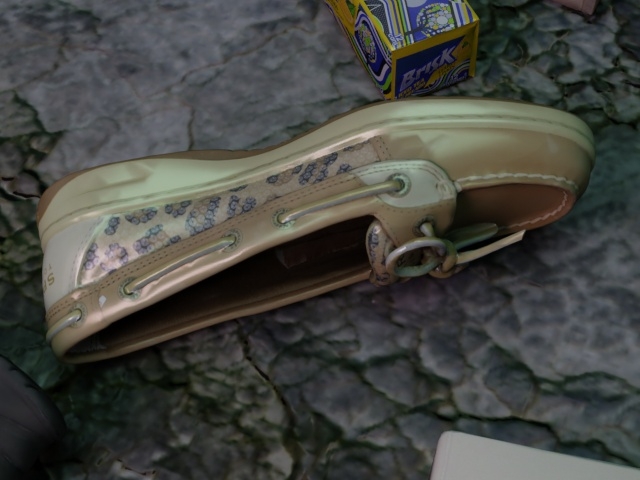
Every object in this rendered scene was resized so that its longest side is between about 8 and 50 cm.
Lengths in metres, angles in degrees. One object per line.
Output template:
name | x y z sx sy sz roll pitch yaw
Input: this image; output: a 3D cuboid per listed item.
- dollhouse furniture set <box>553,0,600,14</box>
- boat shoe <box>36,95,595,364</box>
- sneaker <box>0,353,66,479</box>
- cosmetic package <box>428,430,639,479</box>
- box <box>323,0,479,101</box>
dollhouse furniture set | 0.275 -0.260 0.566 0.303 0.356 0.174 25 61 17
boat shoe | 0.000 0.000 0.570 0.285 0.104 0.089 -11 63 7
sneaker | -0.269 0.075 0.527 0.286 0.109 0.130 18 67 15
cosmetic package | 0.060 0.241 0.378 0.113 0.160 0.310 10 60 7
box | 0.031 -0.165 0.691 0.059 0.054 0.169 -21 59 -11
